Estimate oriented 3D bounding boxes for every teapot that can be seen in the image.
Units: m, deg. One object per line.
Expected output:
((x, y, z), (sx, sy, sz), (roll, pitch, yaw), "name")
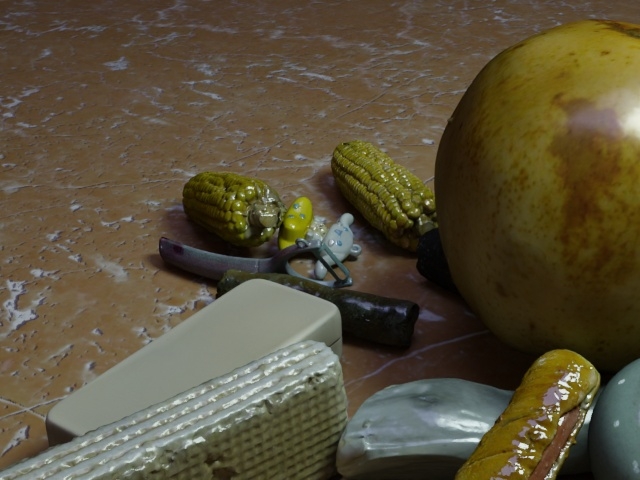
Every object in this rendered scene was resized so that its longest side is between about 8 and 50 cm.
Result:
((0.334, 0.194, 1.002), (0.193, 0.129, 0.294), (33, 57, 18), "teapot")

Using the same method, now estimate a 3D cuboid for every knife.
((-0.106, 0.026, 1.442), (0.278, 0.123, 0.053), (4, 59, 30), "knife")

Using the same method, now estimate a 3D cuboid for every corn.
((-0.126, -0.048, 1.536), (0.097, 0.097, 0.262), (-17, 17, -24), "corn")
((0.089, -0.074, 1.594), (0.101, 0.101, 0.291), (-11, 28, -15), "corn")

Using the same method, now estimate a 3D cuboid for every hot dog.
((0.160, 0.208, 0.988), (0.088, 0.061, 0.286), (-3, 43, 47), "hot dog")

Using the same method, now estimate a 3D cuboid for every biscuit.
((-0.156, 0.227, 1.007), (0.426, 0.144, 0.078), (-22, 32, -28), "biscuit")

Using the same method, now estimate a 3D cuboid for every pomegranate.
((0.304, -0.037, 1.192), (0.417, 0.416, 0.416), (-2, 28, 1), "pomegranate")

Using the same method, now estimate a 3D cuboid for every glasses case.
((-0.124, 0.154, 1.202), (0.144, 0.076, 0.336), (18, 34, 35), "glasses case")

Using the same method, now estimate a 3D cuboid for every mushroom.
((0.186, 0.188, 1.097), (0.352, 0.097, 0.109), (-2, 25, -7), "mushroom")

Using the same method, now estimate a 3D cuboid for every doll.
((-0.002, 0.004, 1.503), (0.113, 0.071, 0.135), (6, 40, -13), "doll")

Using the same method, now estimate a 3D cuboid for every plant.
((0.190, 0.029, 1.401), (0.094, 0.092, 0.143), (-10, 20, -38), "plant")

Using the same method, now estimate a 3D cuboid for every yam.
((-0.006, 0.078, 1.354), (0.253, 0.061, 0.061), (10, 31, 24), "yam")
